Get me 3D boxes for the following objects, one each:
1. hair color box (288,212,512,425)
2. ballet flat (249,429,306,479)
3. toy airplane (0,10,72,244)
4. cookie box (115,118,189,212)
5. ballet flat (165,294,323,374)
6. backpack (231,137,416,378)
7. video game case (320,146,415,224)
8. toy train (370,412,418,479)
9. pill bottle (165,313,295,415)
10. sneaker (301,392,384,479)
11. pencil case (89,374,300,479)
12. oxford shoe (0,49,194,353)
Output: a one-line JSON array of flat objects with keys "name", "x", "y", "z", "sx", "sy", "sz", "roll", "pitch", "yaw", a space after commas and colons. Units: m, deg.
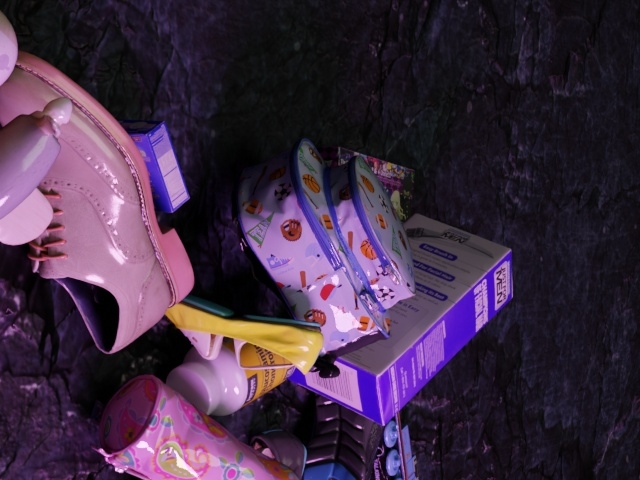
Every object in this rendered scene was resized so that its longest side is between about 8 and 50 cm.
[{"name": "hair color box", "x": 0.119, "y": 0.109, "z": 2.023, "sx": 0.339, "sy": 0.185, "sz": 0.110, "roll": -40, "pitch": 138, "yaw": -34}, {"name": "ballet flat", "x": -0.087, "y": 0.400, "z": 1.897, "sx": 0.096, "sy": 0.095, "sz": 0.281, "roll": 27, "pitch": 60, "yaw": -43}, {"name": "toy airplane", "x": -0.397, "y": -0.156, "z": 1.226, "sx": 0.386, "sy": 0.272, "sz": 0.385, "roll": -19, "pitch": 109, "yaw": -54}, {"name": "cookie box", "x": -0.217, "y": -0.091, "z": 1.655, "sx": 0.040, "sy": 0.091, "sz": 0.107, "roll": -42, "pitch": 127, "yaw": -42}, {"name": "ballet flat", "x": -0.111, "y": 0.120, "z": 1.720, "sx": 0.077, "sy": 0.230, "sz": 0.077, "roll": 16, "pitch": 86, "yaw": -81}, {"name": "backpack", "x": 0.000, "y": 0.000, "z": 1.822, "sx": 0.263, "sy": 0.213, "sz": 0.276, "roll": 50, "pitch": 13, "yaw": -24}, {"name": "video game case", "x": 0.065, "y": -0.025, "z": 2.116, "sx": 0.232, "sy": 0.041, "sz": 0.210, "roll": 10, "pitch": 85, "yaw": -56}, {"name": "toy train", "x": 0.105, "y": 0.342, "z": 2.180, "sx": 0.105, "sy": 0.080, "sz": 0.184, "roll": -32, "pitch": 116, "yaw": -61}, {"name": "pill bottle", "x": -0.119, "y": 0.172, "z": 1.808, "sx": 0.184, "sy": 0.103, "sz": 0.103, "roll": -27, "pitch": 115, "yaw": -52}, {"name": "sneaker", "x": 0.039, "y": 0.273, "z": 2.070, "sx": 0.140, "sy": 0.125, "sz": 0.341, "roll": 90, "pitch": 18, "yaw": -59}, {"name": "pencil case", "x": -0.151, "y": 0.279, "z": 1.697, "sx": 0.284, "sy": 0.124, "sz": 0.124, "roll": 38, "pitch": 60, "yaw": -31}, {"name": "oxford shoe", "x": -0.275, "y": -0.034, "z": 1.539, "sx": 0.146, "sy": 0.140, "sz": 0.397, "roll": -52, "pitch": 131, "yaw": -30}]
